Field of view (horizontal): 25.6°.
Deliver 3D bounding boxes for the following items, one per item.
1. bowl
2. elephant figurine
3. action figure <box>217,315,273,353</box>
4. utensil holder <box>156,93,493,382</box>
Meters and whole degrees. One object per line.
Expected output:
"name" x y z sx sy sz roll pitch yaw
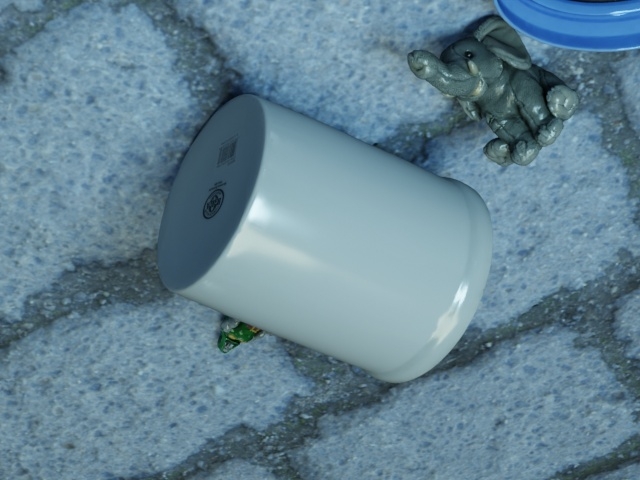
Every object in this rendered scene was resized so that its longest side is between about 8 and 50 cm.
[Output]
"bowl" 0.411 -0.386 1.832 0.391 0.077 0.391 -4 154 -2
"elephant figurine" 0.237 -0.232 1.987 0.239 0.186 0.169 39 84 -10
"action figure" -0.091 0.121 2.347 0.137 0.063 0.232 27 129 -36
"utensil holder" 0.000 0.000 2.050 0.385 0.327 0.327 22 128 -27
